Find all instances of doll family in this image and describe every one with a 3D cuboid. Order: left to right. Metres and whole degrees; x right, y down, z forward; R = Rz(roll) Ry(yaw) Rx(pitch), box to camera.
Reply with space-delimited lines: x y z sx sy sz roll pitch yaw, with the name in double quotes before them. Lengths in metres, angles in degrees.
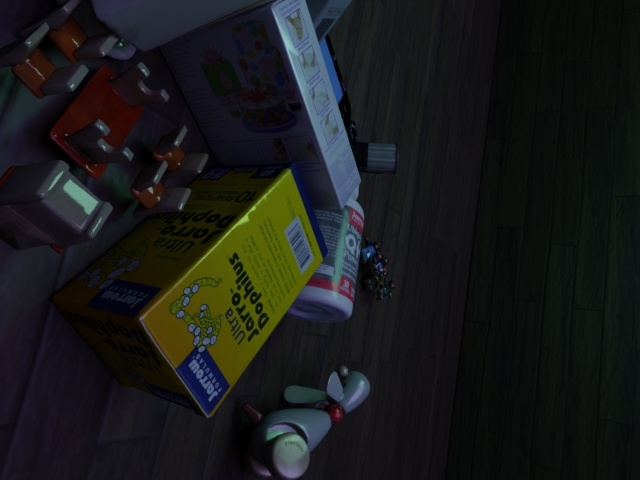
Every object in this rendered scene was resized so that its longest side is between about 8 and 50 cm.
"doll family" 0.171 0.083 1.355 0.111 0.075 0.193 -29 114 -48

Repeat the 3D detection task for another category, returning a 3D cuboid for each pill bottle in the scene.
"pill bottle" 0.000 0.000 0.970 0.176 0.176 0.319 41 51 -51

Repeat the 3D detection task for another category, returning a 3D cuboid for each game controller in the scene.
"game controller" 0.002 -0.395 1.053 0.167 0.067 0.319 -57 138 -37

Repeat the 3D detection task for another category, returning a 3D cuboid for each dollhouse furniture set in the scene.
"dollhouse furniture set" -0.305 -0.119 0.580 0.262 0.135 0.259 56 36 -43

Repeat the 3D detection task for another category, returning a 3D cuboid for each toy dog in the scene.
"toy dog" -0.044 0.359 0.971 0.161 0.220 0.333 59 27 4

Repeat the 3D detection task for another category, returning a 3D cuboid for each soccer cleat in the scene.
"soccer cleat" -0.303 -0.316 0.574 0.196 0.076 0.068 53 50 -46

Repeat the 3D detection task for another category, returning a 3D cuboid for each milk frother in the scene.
"milk frother" 0.135 -0.249 1.209 0.129 0.134 0.143 -67 161 -85

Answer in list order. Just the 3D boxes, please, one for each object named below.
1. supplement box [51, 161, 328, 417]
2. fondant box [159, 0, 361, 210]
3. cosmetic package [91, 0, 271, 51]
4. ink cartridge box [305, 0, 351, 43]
"supplement box" -0.170 0.048 0.707 0.357 0.194 0.195 -53 135 -41
"fondant box" -0.092 -0.209 0.764 0.096 0.238 0.331 -56 136 -38
"cosmetic package" -0.128 -0.373 0.549 0.113 0.309 0.161 -16 88 -83
"ink cartridge box" -0.010 -0.513 0.762 0.060 0.275 0.239 -19 79 -39
